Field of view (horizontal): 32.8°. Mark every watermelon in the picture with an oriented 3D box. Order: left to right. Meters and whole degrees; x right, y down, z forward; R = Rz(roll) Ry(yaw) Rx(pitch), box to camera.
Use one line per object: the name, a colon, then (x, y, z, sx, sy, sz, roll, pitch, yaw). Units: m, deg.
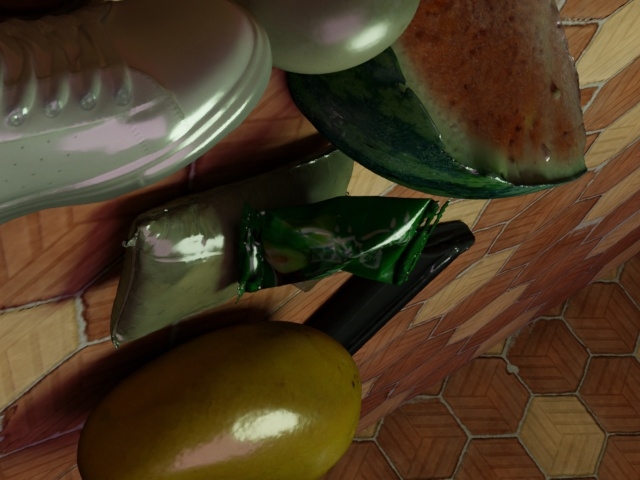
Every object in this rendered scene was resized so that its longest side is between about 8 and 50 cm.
watermelon: (0.130, -0.121, 1.003, 0.292, 0.222, 0.319, -30, 164, -35)

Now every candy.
candy: (0.015, 0.000, 1.078, 0.203, 0.078, 0.141, -3, 158, -16)

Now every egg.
egg: (0.002, -0.176, 0.772, 0.152, 0.114, 0.114, -27, 161, -23)

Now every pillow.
pillow: (-0.088, 0.000, 1.124, 0.302, 0.075, 0.185, -24, 148, -37)

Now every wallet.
wallet: (0.071, 0.123, 1.794, 0.406, 0.062, 0.228, -45, 161, 29)

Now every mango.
mango: (-0.127, 0.239, 1.455, 0.446, 0.232, 0.300, -2, 148, -49)

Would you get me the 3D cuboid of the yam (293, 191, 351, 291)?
yam: (0.001, 0.002, 1.312, 0.127, 0.084, 0.084, -44, 162, 15)

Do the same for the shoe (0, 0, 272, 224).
shoe: (-0.198, -0.083, 0.631, 0.363, 0.131, 0.160, -28, 157, -12)
